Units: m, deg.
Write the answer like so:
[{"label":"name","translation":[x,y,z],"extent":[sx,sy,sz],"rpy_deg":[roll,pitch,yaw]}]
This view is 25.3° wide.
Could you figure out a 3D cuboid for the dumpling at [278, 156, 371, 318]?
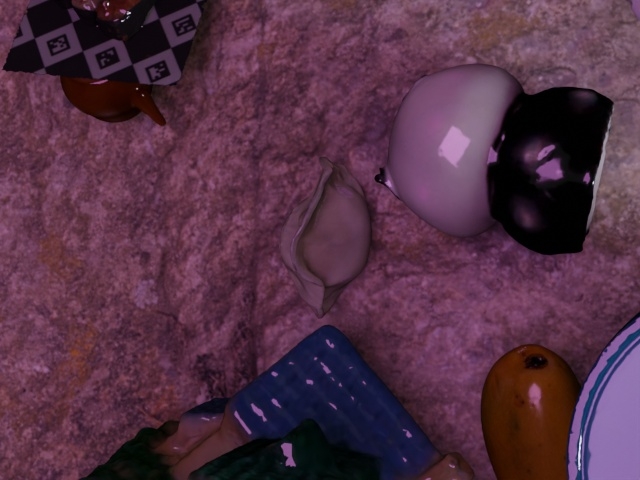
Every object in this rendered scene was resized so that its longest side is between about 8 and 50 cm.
[{"label":"dumpling","translation":[0.001,0.002,1.581],"extent":[0.100,0.134,0.169],"rpy_deg":[29,102,13]}]

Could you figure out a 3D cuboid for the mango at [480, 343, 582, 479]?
[{"label":"mango","translation":[0.237,0.226,1.522],"extent":[0.113,0.138,0.253],"rpy_deg":[-19,107,-18]}]

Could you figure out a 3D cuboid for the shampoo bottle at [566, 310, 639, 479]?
[{"label":"shampoo bottle","translation":[0.418,0.188,1.354],"extent":[0.331,0.342,0.331],"rpy_deg":[0,91,17]}]

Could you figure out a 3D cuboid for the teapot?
[{"label":"teapot","translation":[-0.247,-0.188,1.670],"extent":[0.173,0.116,0.116],"rpy_deg":[33,101,27]}]

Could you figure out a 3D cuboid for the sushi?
[{"label":"sushi","translation":[-0.239,-0.292,1.632],"extent":[0.219,0.047,0.231],"rpy_deg":[7,63,16]}]

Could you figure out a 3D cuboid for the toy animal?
[{"label":"toy animal","translation":[0.187,-0.090,1.509],"extent":[0.235,0.165,0.187],"rpy_deg":[13,92,18]}]

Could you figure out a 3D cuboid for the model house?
[{"label":"model house","translation":[-0.048,0.281,1.472],"extent":[0.342,0.382,0.334],"rpy_deg":[-42,82,19]}]

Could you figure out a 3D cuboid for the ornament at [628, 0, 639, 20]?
[{"label":"ornament","translation":[0.414,-0.335,1.350],"extent":[0.240,0.240,0.239],"rpy_deg":[56,138,9]}]
